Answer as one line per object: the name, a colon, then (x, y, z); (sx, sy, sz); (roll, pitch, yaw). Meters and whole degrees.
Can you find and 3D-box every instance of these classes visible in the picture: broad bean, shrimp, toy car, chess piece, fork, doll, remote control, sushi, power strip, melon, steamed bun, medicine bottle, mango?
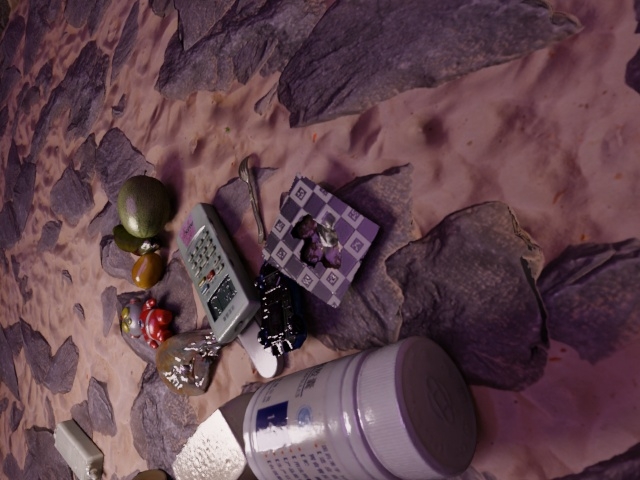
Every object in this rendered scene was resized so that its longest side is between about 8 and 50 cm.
broad bean: (-0.566, 0.002, 1.265); (0.338, 0.061, 0.077); (11, 87, 39)
shrimp: (-0.310, 0.303, 1.041); (0.316, 0.062, 0.164); (-26, 89, 32)
toy car: (-0.078, 0.126, 0.852); (0.103, 0.063, 0.216); (-28, 55, 30)
chess piece: (-0.460, 0.723, 1.127); (0.094, 0.094, 0.171); (4, 98, 40)
fork: (-0.160, -0.094, 0.955); (0.034, 0.028, 0.220); (-20, 75, 33)
doll: (-0.507, 0.229, 1.196); (0.244, 0.076, 0.143); (4, 93, 35)
remote control: (-0.158, 0.201, 0.942); (0.077, 0.022, 0.245); (-53, 57, 22)
sushi: (0.000, 0.000, 0.806); (0.210, 0.040, 0.193); (34, 106, 27)
remote control: (-0.253, 0.064, 0.991); (0.145, 0.050, 0.344); (-52, 53, 23)
power strip: (-0.844, 0.737, 1.455); (0.338, 0.058, 0.098); (12, 95, 40)
melon: (-0.490, -0.103, 1.160); (0.139, 0.139, 0.193); (-10, 80, 39)
steamed bun: (-0.167, 0.423, 0.842); (0.146, 0.164, 0.242); (50, 114, 28)
medicine bottle: (0.050, 0.280, 0.654); (0.332, 0.189, 0.190); (-29, 70, 35)
mango: (-0.491, 0.084, 1.186); (0.060, 0.080, 0.115); (37, 117, 50)
